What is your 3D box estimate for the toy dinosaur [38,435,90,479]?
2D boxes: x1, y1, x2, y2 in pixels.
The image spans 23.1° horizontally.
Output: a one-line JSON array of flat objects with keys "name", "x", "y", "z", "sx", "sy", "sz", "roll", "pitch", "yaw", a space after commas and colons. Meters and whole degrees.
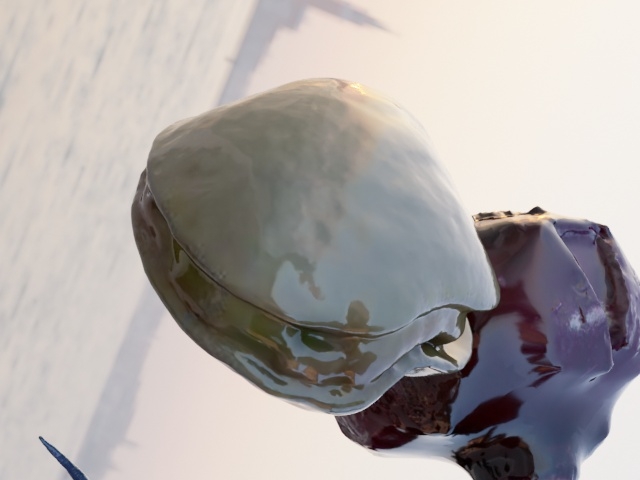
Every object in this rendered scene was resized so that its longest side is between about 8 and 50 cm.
[{"name": "toy dinosaur", "x": -0.215, "y": 0.365, "z": 1.668, "sx": 0.076, "sy": 0.144, "sz": 0.329, "roll": 145, "pitch": -61, "yaw": -79}]

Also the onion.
[{"name": "onion", "x": 0.215, "y": 0.189, "z": 1.827, "sx": 0.398, "sy": 0.398, "sz": 0.420, "roll": 126, "pitch": -52, "yaw": -68}]

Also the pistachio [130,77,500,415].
[{"name": "pistachio", "x": 0.000, "y": 0.000, "z": 1.496, "sx": 0.281, "sy": 0.365, "sz": 0.445, "roll": -60, "pitch": 180, "yaw": 25}]
